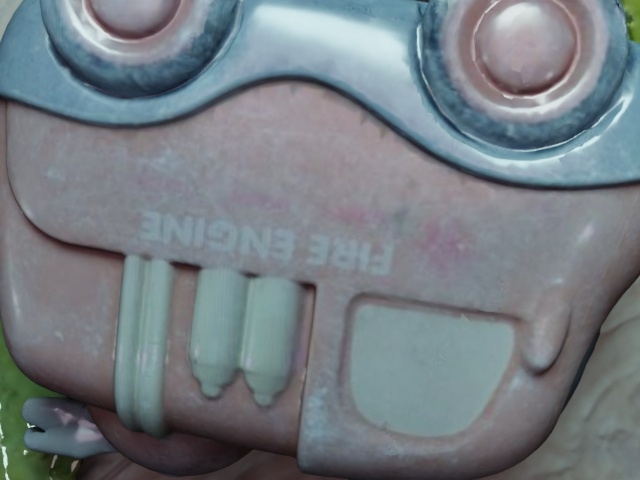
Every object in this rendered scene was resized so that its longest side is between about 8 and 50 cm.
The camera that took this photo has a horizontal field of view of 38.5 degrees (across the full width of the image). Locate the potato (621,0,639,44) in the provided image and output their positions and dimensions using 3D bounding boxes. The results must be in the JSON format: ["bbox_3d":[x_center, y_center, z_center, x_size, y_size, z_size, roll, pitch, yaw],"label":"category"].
[{"bbox_3d":[0.267,-0.195,0.426,0.280,0.213,0.330,-33,104,-27],"label":"potato"}]

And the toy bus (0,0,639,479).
[{"bbox_3d":[0.000,0.000,0.405,0.294,0.197,0.231,9,93,3],"label":"toy bus"}]

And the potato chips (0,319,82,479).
[{"bbox_3d":[-0.342,0.088,0.448,0.373,0.097,0.389,-44,84,-5],"label":"potato chips"}]
